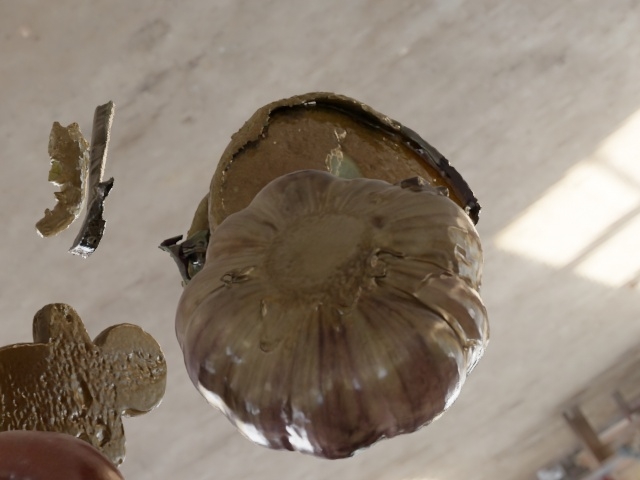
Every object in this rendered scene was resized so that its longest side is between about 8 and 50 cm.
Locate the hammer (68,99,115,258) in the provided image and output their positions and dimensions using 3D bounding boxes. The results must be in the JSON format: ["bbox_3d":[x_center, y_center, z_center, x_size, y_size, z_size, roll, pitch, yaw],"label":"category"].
[{"bbox_3d":[-0.255,-0.087,1.755,0.027,0.297,0.125,18,119,-16],"label":"hammer"}]

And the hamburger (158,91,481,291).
[{"bbox_3d":[0.000,0.000,1.588,0.318,0.277,0.195,-33,159,-33],"label":"hamburger"}]

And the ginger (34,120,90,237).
[{"bbox_3d":[-0.359,-0.084,2.148,0.051,0.173,0.069,-16,154,42],"label":"ginger"}]

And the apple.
[{"bbox_3d":[-0.202,0.202,1.050,0.153,0.153,0.120,-25,152,-18],"label":"apple"}]

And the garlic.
[{"bbox_3d":[0.014,0.063,1.104,0.245,0.245,0.160,-26,129,-14],"label":"garlic"}]

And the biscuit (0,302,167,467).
[{"bbox_3d":[-0.282,0.167,1.677,0.049,0.197,0.301,-20,179,38],"label":"biscuit"}]
